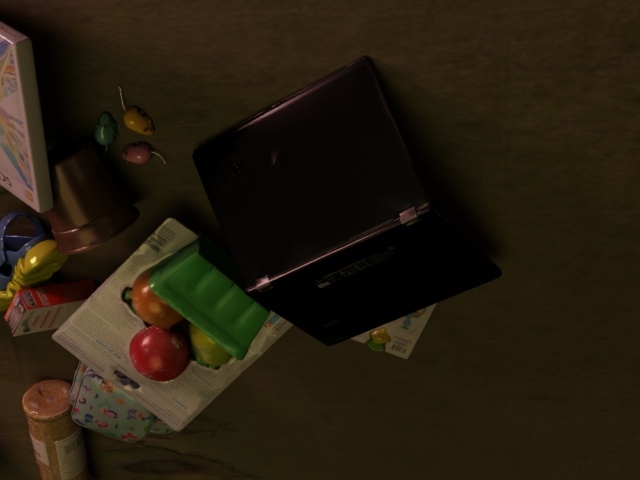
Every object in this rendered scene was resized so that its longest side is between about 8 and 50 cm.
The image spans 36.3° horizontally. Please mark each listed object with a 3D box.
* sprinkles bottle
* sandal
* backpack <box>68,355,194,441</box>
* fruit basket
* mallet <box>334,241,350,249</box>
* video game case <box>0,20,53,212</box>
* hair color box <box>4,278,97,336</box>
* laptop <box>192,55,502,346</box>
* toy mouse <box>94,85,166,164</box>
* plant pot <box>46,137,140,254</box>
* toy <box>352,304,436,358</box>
[{"bbox_3d":[-0.607,0.486,2.281,0.121,0.121,0.355,8,128,8],"label":"sprinkles bottle"},{"bbox_3d":[-0.616,0.046,1.962,0.317,0.126,0.138,-39,80,39],"label":"sandal"},{"bbox_3d":[-0.390,0.305,2.053,0.254,0.191,0.225,20,131,-9],"label":"backpack"},{"bbox_3d":[-0.279,0.165,1.883,0.327,0.165,0.353,41,112,-18],"label":"fruit basket"},{"bbox_3d":[0.000,0.000,1.815,0.190,0.039,0.062,-3,124,10],"label":"mallet"},{"bbox_3d":[-0.575,-0.244,1.672,0.300,0.036,0.329,31,135,30],"label":"video game case"},{"bbox_3d":[-0.538,0.134,1.970,0.053,0.167,0.093,56,131,23],"label":"hair color box"},{"bbox_3d":[0.046,-0.045,1.733,0.382,0.236,0.408,-25,140,26],"label":"laptop"},{"bbox_3d":[-0.358,-0.178,1.763,0.143,0.031,0.161,-28,116,30],"label":"toy mouse"},{"bbox_3d":[-0.440,-0.087,1.783,0.167,0.167,0.165,-13,114,22],"label":"plant pot"},{"bbox_3d":[0.144,0.108,1.843,0.137,0.056,0.237,21,122,-2],"label":"toy"}]
